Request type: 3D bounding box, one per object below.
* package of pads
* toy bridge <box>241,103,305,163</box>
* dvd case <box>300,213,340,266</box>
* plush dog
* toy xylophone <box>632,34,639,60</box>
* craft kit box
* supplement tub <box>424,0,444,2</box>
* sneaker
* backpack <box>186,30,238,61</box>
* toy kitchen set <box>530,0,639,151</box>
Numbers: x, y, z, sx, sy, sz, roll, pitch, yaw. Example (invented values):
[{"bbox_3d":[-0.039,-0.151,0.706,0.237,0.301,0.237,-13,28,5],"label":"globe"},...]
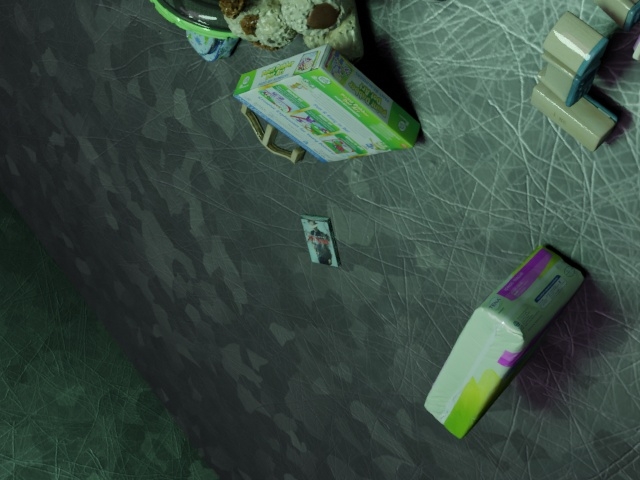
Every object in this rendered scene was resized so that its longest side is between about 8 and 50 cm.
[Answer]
[{"bbox_3d":[0.308,0.170,1.203,0.101,0.229,0.296,38,137,21],"label":"package of pads"},{"bbox_3d":[-0.111,-0.233,1.557,0.188,0.026,0.063,45,142,17],"label":"toy bridge"},{"bbox_3d":[0.000,0.000,1.605,0.087,0.013,0.119,11,122,44],"label":"dvd case"},{"bbox_3d":[-0.059,-0.408,1.214,0.226,0.262,0.210,-8,82,13],"label":"plush dog"},{"bbox_3d":[0.536,-0.222,0.797,0.323,0.081,0.236,32,135,29],"label":"toy xylophone"},{"bbox_3d":[0.009,-0.236,1.284,0.250,0.060,0.247,33,160,-36],"label":"craft kit box"},{"bbox_3d":[0.206,-0.428,0.972,0.200,0.144,0.144,-11,106,51],"label":"supplement tub"},{"bbox_3d":[-0.272,-0.591,1.362,0.482,0.185,0.202,53,146,5],"label":"sneaker"},{"bbox_3d":[-0.233,-0.439,1.504,0.105,0.084,0.114,54,145,9],"label":"backpack"},{"bbox_3d":[0.395,-0.249,0.956,0.122,0.166,0.207,45,177,18],"label":"toy kitchen set"}]
